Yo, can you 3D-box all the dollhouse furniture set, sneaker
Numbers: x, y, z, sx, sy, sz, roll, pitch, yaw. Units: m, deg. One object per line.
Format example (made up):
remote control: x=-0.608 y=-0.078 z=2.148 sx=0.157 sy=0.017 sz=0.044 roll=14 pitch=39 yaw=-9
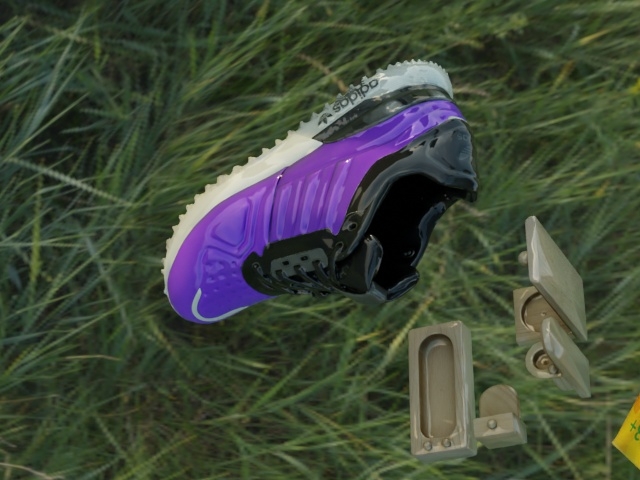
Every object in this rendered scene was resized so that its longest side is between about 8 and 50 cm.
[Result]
dollhouse furniture set: x=0.126 y=0.085 z=0.950 sx=0.123 sy=0.151 sz=0.144 roll=43 pitch=41 yaw=-51
sneaker: x=0.000 y=0.000 z=0.904 sx=0.102 sy=0.293 sz=0.146 roll=25 pitch=33 yaw=-49

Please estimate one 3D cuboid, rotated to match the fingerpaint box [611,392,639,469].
fingerpaint box: x=0.394 y=0.068 z=0.632 sx=0.163 sy=0.445 sz=0.371 roll=21 pitch=101 yaw=-19
